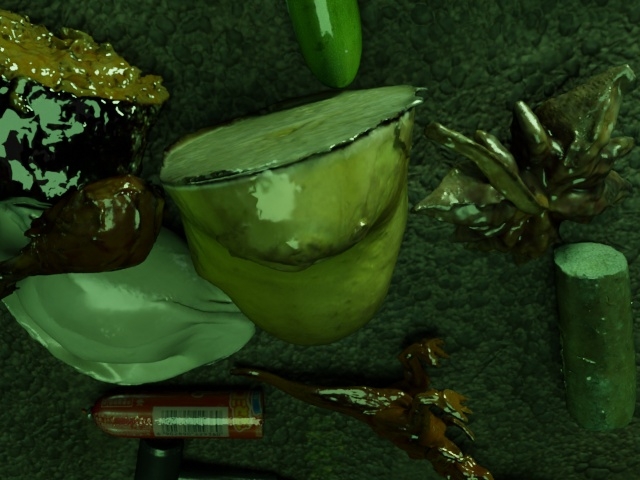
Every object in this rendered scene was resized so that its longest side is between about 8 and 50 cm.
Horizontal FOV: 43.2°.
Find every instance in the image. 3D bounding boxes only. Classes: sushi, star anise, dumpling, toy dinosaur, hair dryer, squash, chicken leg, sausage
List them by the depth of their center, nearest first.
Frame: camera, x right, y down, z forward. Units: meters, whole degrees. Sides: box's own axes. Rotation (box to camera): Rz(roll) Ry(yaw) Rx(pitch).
[{"bbox_3d":[-0.294,0.017,0.890,0.304,0.093,0.113,-25,152,24],"label":"chicken leg"},{"bbox_3d":[-0.010,-0.316,0.913,0.082,0.082,0.292,-13,112,7],"label":"squash"},{"bbox_3d":[-0.362,-0.153,0.919,0.348,0.234,0.207,16,114,-12],"label":"sushi"},{"bbox_3d":[0.251,-0.065,0.961,0.292,0.109,0.349,-34,142,-6],"label":"star anise"},{"bbox_3d":[-0.273,0.085,1.065,0.341,0.181,0.260,10,134,-28],"label":"dumpling"},{"bbox_3d":[0.104,0.227,1.158,0.432,0.097,0.208,34,127,-6],"label":"toy dinosaur"},{"bbox_3d":[-0.217,0.256,1.187,0.274,0.074,0.074,-1,115,2],"label":"sausage"},{"bbox_3d":[-0.158,0.357,1.247,0.255,0.070,0.128,6,114,-9],"label":"hair dryer"}]

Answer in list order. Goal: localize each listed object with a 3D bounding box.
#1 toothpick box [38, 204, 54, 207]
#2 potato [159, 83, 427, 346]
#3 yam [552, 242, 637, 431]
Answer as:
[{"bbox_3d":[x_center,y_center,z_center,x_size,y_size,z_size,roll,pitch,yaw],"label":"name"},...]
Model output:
[{"bbox_3d":[-0.375,-0.040,1.067,0.083,0.047,0.047,-39,108,18],"label":"toothpick box"},{"bbox_3d":[0.000,0.000,0.892,0.290,0.397,0.296,-20,109,-10],"label":"potato"},{"bbox_3d":[0.376,0.132,1.102,0.106,0.106,0.259,-10,115,5],"label":"yam"}]
